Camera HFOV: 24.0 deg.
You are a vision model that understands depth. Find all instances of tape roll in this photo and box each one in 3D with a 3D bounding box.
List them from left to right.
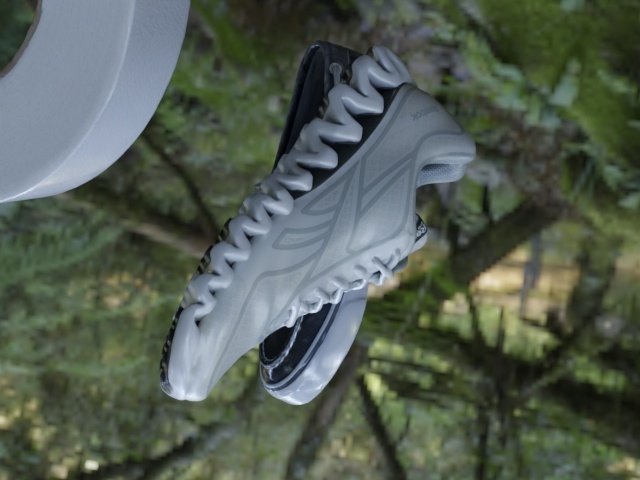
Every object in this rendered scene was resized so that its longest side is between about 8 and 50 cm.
[{"bbox_3d":[-0.272,-0.222,1.207,0.392,0.392,0.072,0,-174,34],"label":"tape roll"}]

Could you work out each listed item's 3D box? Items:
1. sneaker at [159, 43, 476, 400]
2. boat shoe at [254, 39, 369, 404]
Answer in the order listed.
[{"bbox_3d":[0.000,0.000,1.027,0.118,0.292,0.110,38,161,0],"label":"sneaker"},{"bbox_3d":[-0.013,-0.018,1.249,0.102,0.301,0.108,20,173,-33],"label":"boat shoe"}]
